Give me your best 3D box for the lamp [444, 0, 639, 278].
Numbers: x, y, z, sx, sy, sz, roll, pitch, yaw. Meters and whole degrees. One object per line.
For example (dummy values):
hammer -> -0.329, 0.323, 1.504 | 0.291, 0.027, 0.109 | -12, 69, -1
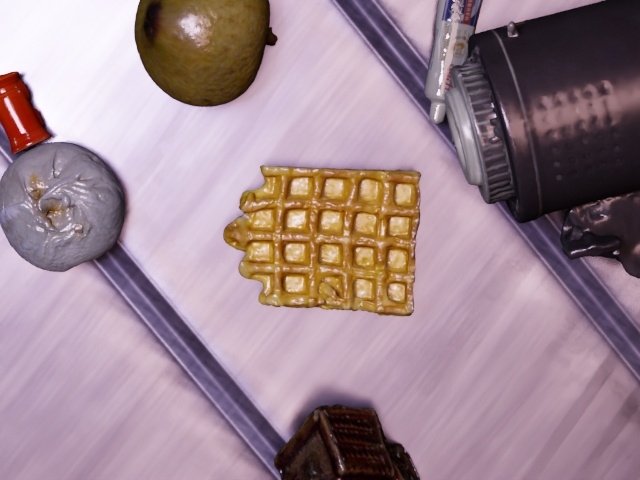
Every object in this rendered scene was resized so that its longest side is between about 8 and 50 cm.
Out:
lamp -> 0.265, -0.148, 1.604 | 0.272, 0.205, 0.374 | 3, 107, -6

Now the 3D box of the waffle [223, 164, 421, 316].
waffle -> 0.000, 0.000, 1.691 | 0.211, 0.055, 0.160 | 2, 95, -2

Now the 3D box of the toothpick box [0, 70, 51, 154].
toothpick box -> -0.327, -0.139, 1.675 | 0.047, 0.047, 0.083 | -25, 95, 1

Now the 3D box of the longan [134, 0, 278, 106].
longan -> -0.112, -0.218, 1.631 | 0.176, 0.145, 0.154 | 11, 125, -41

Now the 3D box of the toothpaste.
toothpaste -> 0.147, -0.240, 1.682 | 0.060, 0.038, 0.233 | 11, 93, -6

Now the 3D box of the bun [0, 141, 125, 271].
bun -> -0.280, -0.036, 1.669 | 0.141, 0.083, 0.141 | 0, 97, 2

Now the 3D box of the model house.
model house -> 0.033, 0.257, 1.709 | 0.165, 0.106, 0.152 | 11, 83, -38
